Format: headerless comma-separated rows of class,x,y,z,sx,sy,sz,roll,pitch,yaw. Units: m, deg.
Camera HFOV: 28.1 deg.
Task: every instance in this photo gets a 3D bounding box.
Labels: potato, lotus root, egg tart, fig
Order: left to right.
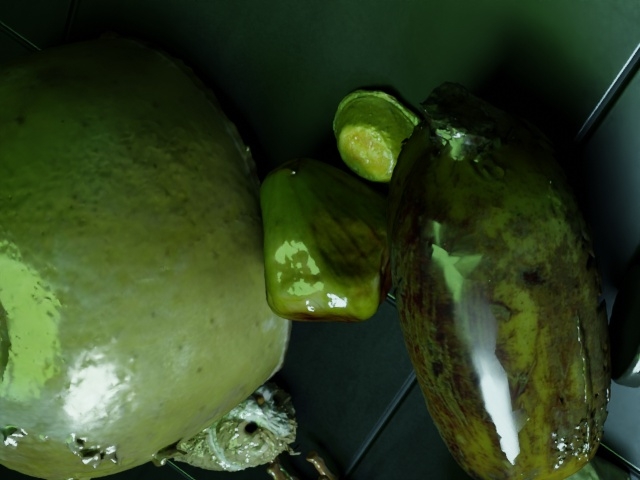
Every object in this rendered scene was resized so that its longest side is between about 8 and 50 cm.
potato,-0.271,0.039,1.287,0.385,0.319,0.442,1,112,35
fig,0.000,0.000,1.212,0.154,0.144,0.166,-29,103,20
egg tart,0.051,-0.090,1.189,0.105,0.039,0.105,20,133,23
lotus root,0.149,0.050,1.112,0.196,0.179,0.397,-125,18,-58

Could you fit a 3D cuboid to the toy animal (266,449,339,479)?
toy animal,-0.028,0.349,1.568,0.224,0.066,0.230,1,128,34

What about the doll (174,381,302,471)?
doll,-0.126,0.216,1.501,0.221,0.105,0.115,-1,129,33

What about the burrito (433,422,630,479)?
burrito,0.209,0.210,1.297,0.229,0.063,0.058,28,163,12

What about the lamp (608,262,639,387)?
lamp,0.410,0.142,1.069,0.371,0.108,0.130,29,139,12
